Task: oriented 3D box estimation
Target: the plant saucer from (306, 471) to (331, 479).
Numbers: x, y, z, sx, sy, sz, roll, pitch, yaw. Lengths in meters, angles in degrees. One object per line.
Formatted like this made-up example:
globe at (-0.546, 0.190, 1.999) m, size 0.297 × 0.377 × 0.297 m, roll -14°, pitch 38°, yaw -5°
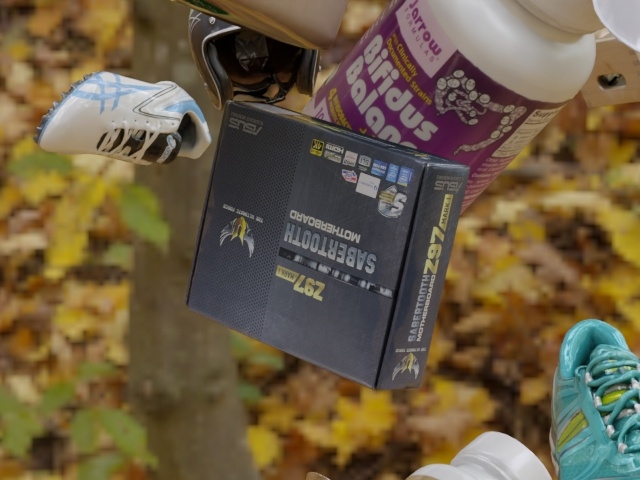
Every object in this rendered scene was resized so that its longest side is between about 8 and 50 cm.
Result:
plant saucer at (0.014, 0.272, 1.950) m, size 0.015 × 0.083 × 0.083 m, roll -47°, pitch 32°, yaw -21°

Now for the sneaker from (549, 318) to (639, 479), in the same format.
sneaker at (0.201, 0.129, 1.299) m, size 0.107 × 0.110 × 0.275 m, roll -6°, pitch 13°, yaw -3°

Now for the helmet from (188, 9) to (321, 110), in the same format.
helmet at (-0.075, -0.242, 2.186) m, size 0.169 × 0.161 × 0.169 m, roll -5°, pitch 25°, yaw 2°

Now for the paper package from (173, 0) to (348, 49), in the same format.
paper package at (-0.067, -0.336, 1.498) m, size 0.168 × 0.309 × 0.325 m, roll 17°, pitch 1°, yaw 21°

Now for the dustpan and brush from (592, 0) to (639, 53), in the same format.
dustpan and brush at (0.266, -0.141, 1.383) m, size 0.147 × 0.060 × 0.211 m, roll 19°, pitch 16°, yaw 2°

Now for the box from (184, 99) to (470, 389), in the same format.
box at (0.000, 0.000, 1.525) m, size 0.059 × 0.183 × 0.233 m, roll 1°, pitch 15°, yaw -46°

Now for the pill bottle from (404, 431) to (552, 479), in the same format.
pill bottle at (0.108, 0.281, 1.744) m, size 0.229 × 0.131 × 0.131 m, roll -37°, pitch 29°, yaw -30°

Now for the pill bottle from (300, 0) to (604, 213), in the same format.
pill bottle at (0.123, -0.148, 1.597) m, size 0.169 × 0.169 × 0.301 m, roll -9°, pitch -31°, yaw -46°

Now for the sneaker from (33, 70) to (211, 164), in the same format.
sneaker at (-0.186, -0.111, 1.839) m, size 0.086 × 0.085 × 0.237 m, roll 43°, pitch 24°, yaw 19°

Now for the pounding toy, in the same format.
pounding toy at (0.404, -0.236, 2.293) m, size 0.206 × 0.094 × 0.181 m, roll -30°, pitch 13°, yaw -27°
